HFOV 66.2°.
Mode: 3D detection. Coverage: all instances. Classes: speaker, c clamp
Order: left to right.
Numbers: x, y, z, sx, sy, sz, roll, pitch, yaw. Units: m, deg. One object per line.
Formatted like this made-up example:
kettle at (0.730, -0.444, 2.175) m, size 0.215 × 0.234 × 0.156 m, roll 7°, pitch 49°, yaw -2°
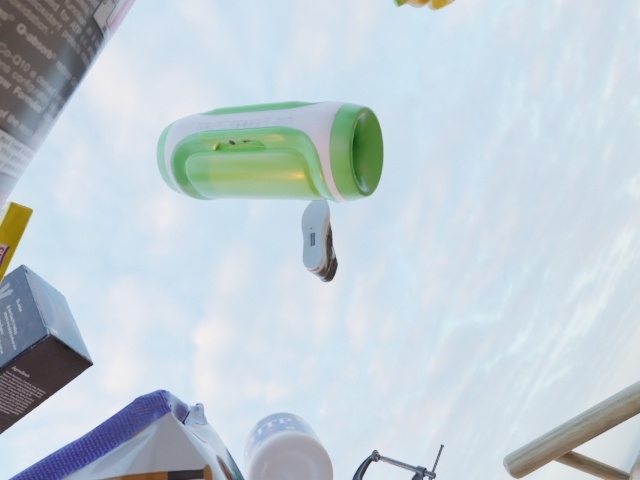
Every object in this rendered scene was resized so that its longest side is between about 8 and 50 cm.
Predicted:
speaker at (-0.073, -0.114, 0.656) m, size 0.131 × 0.297 × 0.131 m, roll -13°, pitch -75°, yaw -61°
c clamp at (0.136, 0.427, 0.900) m, size 0.022 × 0.161 × 0.137 m, roll 58°, pitch -135°, yaw -29°

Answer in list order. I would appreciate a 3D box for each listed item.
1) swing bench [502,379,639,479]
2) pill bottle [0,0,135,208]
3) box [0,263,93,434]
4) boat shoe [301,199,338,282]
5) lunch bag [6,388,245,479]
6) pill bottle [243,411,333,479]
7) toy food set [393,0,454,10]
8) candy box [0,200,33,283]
swing bench at (0.285, 0.171, 0.256) m, size 0.165 × 0.253 × 0.254 m, roll 26°, pitch -65°, yaw -20°
pill bottle at (-0.220, -0.202, 0.302) m, size 0.362 × 0.210 × 0.210 m, roll -62°, pitch -37°, yaw -9°
box at (-0.408, 0.142, 0.637) m, size 0.158 × 0.156 × 0.093 m, roll -38°, pitch -40°, yaw -12°
boat shoe at (0.000, 0.000, 1.076) m, size 0.083 × 0.065 × 0.183 m, roll 50°, pitch -142°, yaw -51°
lunch bag at (-0.173, 0.327, 0.269) m, size 0.386 × 0.327 × 0.239 m, roll -29°, pitch -18°, yaw -16°
pill bottle at (-0.053, 0.307, 0.698) m, size 0.112 × 0.112 × 0.187 m, roll -53°, pitch 4°, yaw -12°
toy food set at (0.059, -0.330, 0.532) m, size 0.071 × 0.218 × 0.128 m, roll -39°, pitch 2°, yaw 13°
candy box at (-0.355, 0.058, 0.493) m, size 0.027 × 0.105 × 0.205 m, roll 28°, pitch -106°, yaw -39°
